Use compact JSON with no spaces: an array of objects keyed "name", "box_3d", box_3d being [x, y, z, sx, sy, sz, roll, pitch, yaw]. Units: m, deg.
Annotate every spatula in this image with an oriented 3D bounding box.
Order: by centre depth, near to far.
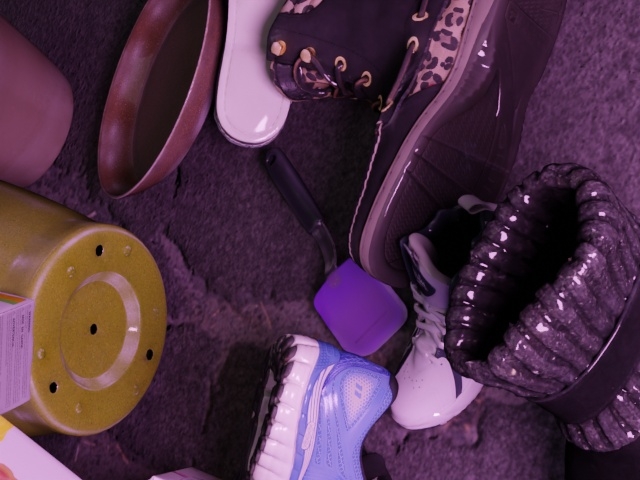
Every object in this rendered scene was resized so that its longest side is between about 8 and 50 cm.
[{"name":"spatula","box_3d":[0.000,0.000,1.353,0.084,0.030,0.296,-48,47,20]}]

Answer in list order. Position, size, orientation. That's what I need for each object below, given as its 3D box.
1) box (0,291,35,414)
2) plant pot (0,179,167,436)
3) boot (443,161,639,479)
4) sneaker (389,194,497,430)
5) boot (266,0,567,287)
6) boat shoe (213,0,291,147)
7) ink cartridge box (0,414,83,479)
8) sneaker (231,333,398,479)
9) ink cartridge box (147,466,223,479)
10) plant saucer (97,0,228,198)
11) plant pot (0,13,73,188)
[{"name":"box","box_3d":[-0.404,0.103,1.276,0.203,0.103,0.114,10,104,19]},{"name":"plant pot","box_3d":[-0.384,0.087,1.485,0.353,0.366,0.367,7,76,32]},{"name":"boot","box_3d":[0.197,0.140,0.940,0.131,0.260,0.348,-1,71,43]},{"name":"sneaker","box_3d":[0.104,0.058,1.141,0.235,0.153,0.094,-52,44,13]},{"name":"boot","box_3d":[0.063,-0.149,1.282,0.284,0.138,0.377,15,79,45]},{"name":"boat shoe","box_3d":[-0.054,-0.260,1.461,0.099,0.116,0.320,121,162,-82]},{"name":"ink cartridge box","box_3d":[-0.416,0.247,1.190,0.279,0.384,0.160,-42,10,43]},{"name":"sneaker","box_3d":[-0.009,0.252,1.175,0.130,0.147,0.330,-103,28,-65]},{"name":"ink cartridge box","box_3d":[-0.144,0.292,1.240,0.067,0.198,0.115,21,87,11]},{"name":"plant saucer","box_3d":[-0.190,-0.193,1.555,0.310,0.050,0.311,-42,38,46]},{"name":"plant pot","box_3d":[-0.505,-0.204,1.740,0.323,0.280,0.323,-20,60,37]}]
